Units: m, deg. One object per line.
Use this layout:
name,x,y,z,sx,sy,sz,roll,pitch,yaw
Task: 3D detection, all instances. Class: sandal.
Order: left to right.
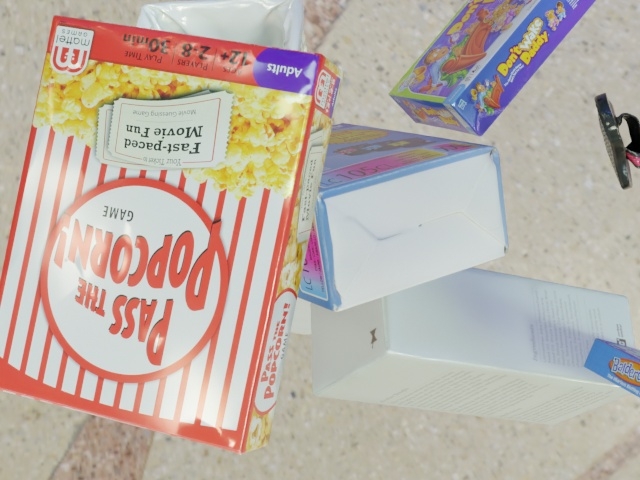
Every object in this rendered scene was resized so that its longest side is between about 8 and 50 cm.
sandal,0.304,-0.098,1.077,0.040,0.067,0.179,-20,160,13

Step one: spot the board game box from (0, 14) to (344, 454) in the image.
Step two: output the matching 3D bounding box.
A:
board game box,-0.080,-0.006,0.548,0.147,0.045,0.193,10,89,17

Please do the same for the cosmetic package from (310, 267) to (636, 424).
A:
cosmetic package,0.235,0.161,1.667,0.453,0.161,0.230,11,153,-25

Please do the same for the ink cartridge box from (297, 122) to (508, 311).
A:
ink cartridge box,0.005,-0.049,1.400,0.270,0.395,0.151,-16,107,-31

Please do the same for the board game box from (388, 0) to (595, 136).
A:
board game box,0.292,-0.335,1.788,0.078,0.233,0.347,43,84,-24

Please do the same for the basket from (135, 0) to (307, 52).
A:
basket,-0.096,-0.168,1.090,0.167,0.113,0.103,-1,148,9

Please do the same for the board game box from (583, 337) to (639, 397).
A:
board game box,0.482,0.197,1.457,0.210,0.160,0.047,17,98,-36

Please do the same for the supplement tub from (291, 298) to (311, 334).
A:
supplement tub,0.000,0.000,1.977,0.207,0.338,0.207,7,121,11
